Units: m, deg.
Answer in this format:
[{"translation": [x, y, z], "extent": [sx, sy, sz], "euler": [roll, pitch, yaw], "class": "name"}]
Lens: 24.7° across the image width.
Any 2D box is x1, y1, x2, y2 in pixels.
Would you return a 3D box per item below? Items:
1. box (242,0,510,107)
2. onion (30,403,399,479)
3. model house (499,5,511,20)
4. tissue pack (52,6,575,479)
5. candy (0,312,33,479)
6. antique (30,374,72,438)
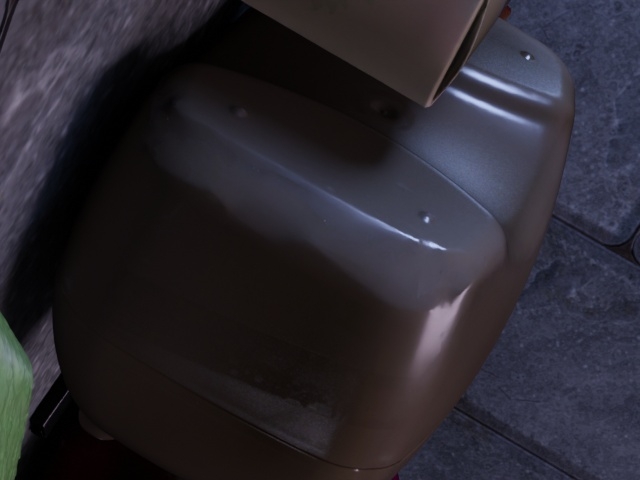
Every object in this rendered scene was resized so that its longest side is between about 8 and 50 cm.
[{"translation": [0.048, -0.199, 0.855], "extent": [0.212, 0.168, 0.095], "euler": [-55, 172, -46], "class": "box"}, {"translation": [-0.114, 0.233, 1.306], "extent": [0.348, 0.347, 0.385], "euler": [-60, -151, 5], "class": "onion"}, {"translation": [0.068, -0.198, 1.191], "extent": [0.254, 0.160, 0.196], "euler": [-61, 176, 39], "class": "model house"}, {"translation": [0.000, 0.000, 0.972], "extent": [0.387, 0.267, 0.277], "euler": [-56, 170, -55], "class": "tissue pack"}, {"translation": [-0.155, 0.032, 0.361], "extent": [0.343, 0.142, 0.132], "euler": [114, -4, -74], "class": "candy"}, {"translation": [-0.171, 0.073, 1.165], "extent": [0.192, 0.015, 0.031], "euler": [-58, 175, -23], "class": "antique"}]
